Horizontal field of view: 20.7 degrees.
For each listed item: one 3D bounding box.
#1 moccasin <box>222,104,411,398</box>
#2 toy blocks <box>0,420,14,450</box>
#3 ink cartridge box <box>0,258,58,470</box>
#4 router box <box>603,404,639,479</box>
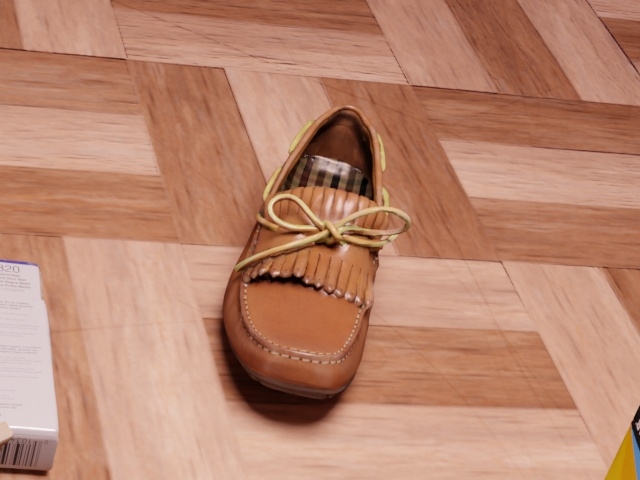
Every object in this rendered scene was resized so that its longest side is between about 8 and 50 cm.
[{"bbox_3d":[0.003,0.001,1.570,0.139,0.147,0.380,18,33,2],"label":"moccasin"},{"bbox_3d":[-0.329,0.151,1.167,0.381,0.191,0.261,52,34,12],"label":"toy blocks"},{"bbox_3d":[-0.326,0.089,1.390,0.223,0.045,0.224,6,34,-17],"label":"ink cartridge box"},{"bbox_3d":[0.270,0.235,1.359,0.046,0.133,0.179,7,34,-15],"label":"router box"}]
